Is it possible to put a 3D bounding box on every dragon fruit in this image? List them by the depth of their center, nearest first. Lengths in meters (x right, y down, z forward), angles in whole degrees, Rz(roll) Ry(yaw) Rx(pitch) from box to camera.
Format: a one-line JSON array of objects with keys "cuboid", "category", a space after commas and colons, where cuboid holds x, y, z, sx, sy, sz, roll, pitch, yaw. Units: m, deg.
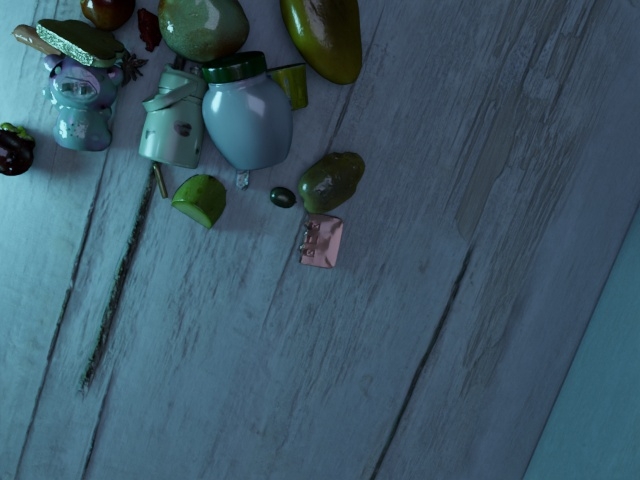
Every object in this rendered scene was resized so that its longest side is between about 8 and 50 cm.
[{"cuboid": [-0.598, -0.726, 1.680, 0.096, 0.063, 0.132, 15, 99, -15], "category": "dragon fruit"}]

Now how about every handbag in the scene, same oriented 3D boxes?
[{"cuboid": [0.000, 0.000, 1.974, 0.157, 0.059, 0.213, 9, 99, -15], "category": "handbag"}]

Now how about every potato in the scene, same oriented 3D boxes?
[{"cuboid": [0.046, -0.231, 1.892, 0.296, 0.141, 0.192, -40, 109, -4], "category": "potato"}]

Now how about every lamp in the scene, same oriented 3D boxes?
[{"cuboid": [-0.794, -0.453, 1.610, 0.246, 0.247, 0.302, 9, 108, -11], "category": "lamp"}]

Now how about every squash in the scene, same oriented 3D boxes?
[{"cuboid": [-0.444, -0.154, 1.829, 0.191, 0.085, 0.184, 33, 94, -18], "category": "squash"}]

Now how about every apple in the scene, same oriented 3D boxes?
[{"cuboid": [-0.697, -0.775, 1.604, 0.146, 0.156, 0.158, 27, 116, -12], "category": "apple"}]

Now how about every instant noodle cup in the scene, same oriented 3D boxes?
[{"cuboid": [-0.132, -0.548, 1.758, 0.204, 0.205, 0.153, -16, 112, -8], "category": "instant noodle cup"}]

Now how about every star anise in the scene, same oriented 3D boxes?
[{"cuboid": [-0.670, -0.595, 1.700, 0.124, 0.056, 0.129, 28, 100, 9], "category": "star anise"}]

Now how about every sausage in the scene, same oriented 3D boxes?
[{"cuboid": [-0.939, -0.664, 1.622, 0.169, 0.065, 0.065, 27, 96, -17], "category": "sausage"}, {"cuboid": [-0.596, -0.221, 1.813, 0.024, 0.024, 0.133, -14, 106, -9], "category": "sausage"}]

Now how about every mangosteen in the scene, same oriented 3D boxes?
[{"cuboid": [-1.046, -0.311, 1.634, 0.166, 0.166, 0.180, 25, 72, -16], "category": "mangosteen"}]

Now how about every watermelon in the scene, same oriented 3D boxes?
[{"cuboid": [-0.145, -0.166, 1.897, 0.110, 0.078, 0.078, 22, 97, -17], "category": "watermelon"}]

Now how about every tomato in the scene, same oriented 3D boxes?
[{"cuboid": [-0.394, -0.752, 1.627, 0.302, 0.239, 0.304, -2, 100, -8], "category": "tomato"}]

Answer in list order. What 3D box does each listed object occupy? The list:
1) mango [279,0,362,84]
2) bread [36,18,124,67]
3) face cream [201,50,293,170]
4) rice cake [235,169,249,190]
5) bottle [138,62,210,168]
[{"cuboid": [0.019, -0.766, 1.719, 0.301, 0.220, 0.446, -39, 115, -32], "category": "mango"}, {"cuboid": [-0.760, -0.646, 1.589, 0.286, 0.207, 0.056, 34, 127, 11], "category": "bread"}, {"cuboid": [-0.251, -0.429, 1.639, 0.312, 0.220, 0.357, 1, 123, 20], "category": "face cream"}, {"cuboid": [-0.286, -0.369, 1.822, 0.056, 0.073, 0.366, 2, 102, -10], "category": "rice cake"}, {"cuboid": [-0.502, -0.440, 1.686, 0.228, 0.229, 0.352, 12, 99, -15], "category": "bottle"}]
